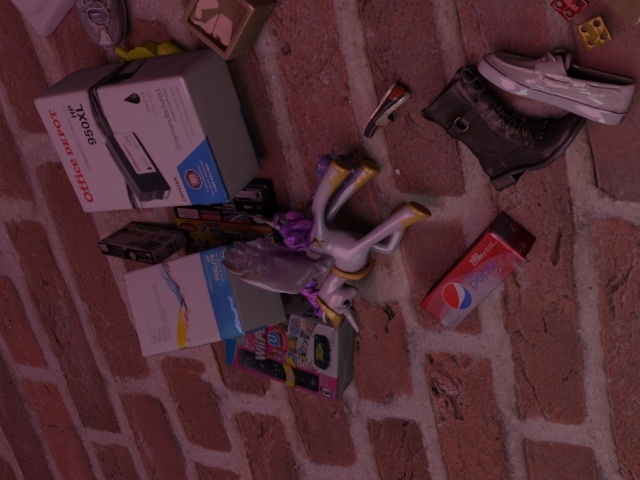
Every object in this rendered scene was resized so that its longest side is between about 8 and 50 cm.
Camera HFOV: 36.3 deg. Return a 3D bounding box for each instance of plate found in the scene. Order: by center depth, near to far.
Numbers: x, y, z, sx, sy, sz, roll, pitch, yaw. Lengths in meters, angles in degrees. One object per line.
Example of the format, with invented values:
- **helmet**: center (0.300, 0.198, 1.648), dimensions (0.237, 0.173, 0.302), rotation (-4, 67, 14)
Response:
- **plate**: center (-0.640, -0.616, 2.129), dimensions (0.278, 0.045, 0.277), rotation (50, 131, -7)

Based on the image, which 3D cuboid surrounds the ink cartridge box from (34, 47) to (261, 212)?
- **ink cartridge box**: center (-0.364, -0.224, 2.063), dimensions (0.395, 0.166, 0.285), rotation (-3, 120, 29)

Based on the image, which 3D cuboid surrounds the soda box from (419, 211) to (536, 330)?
- **soda box**: center (0.314, 0.067, 1.967), dimensions (0.092, 0.083, 0.263), rotation (40, 132, 3)

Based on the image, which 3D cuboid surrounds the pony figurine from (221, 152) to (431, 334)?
- **pony figurine**: center (0.000, 0.000, 2.007), dimensions (0.351, 0.303, 0.363), rotation (28, 115, -8)

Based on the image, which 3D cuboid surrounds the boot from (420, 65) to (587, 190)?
- **boot**: center (0.326, -0.224, 1.767), dimensions (0.229, 0.091, 0.263), rotation (49, 133, -6)

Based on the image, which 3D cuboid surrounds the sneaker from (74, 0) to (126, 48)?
- **sneaker**: center (-0.480, -0.526, 2.021), dimensions (0.105, 0.115, 0.281), rotation (-10, 118, 5)

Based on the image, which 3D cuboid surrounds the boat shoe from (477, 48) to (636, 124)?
- **boat shoe**: center (0.406, -0.284, 1.679), dimensions (0.267, 0.096, 0.088), rotation (25, 125, 14)

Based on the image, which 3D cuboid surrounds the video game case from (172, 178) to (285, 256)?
- **video game case**: center (-0.213, -0.032, 2.255), dimensions (0.275, 0.035, 0.248), rotation (5, 121, 27)

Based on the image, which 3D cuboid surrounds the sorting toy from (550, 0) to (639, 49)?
- **sorting toy**: center (0.494, -0.431, 1.560), dimensions (0.132, 0.046, 0.274), rotation (40, 131, 2)

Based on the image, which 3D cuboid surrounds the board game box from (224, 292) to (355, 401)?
- **board game box**: center (-0.076, 0.228, 2.300), dimensions (0.303, 0.097, 0.224), rotation (16, 126, 23)

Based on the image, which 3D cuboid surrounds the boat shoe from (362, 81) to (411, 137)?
- **boat shoe**: center (0.128, -0.247, 1.903), dimensions (0.043, 0.049, 0.137), rotation (37, 127, 3)

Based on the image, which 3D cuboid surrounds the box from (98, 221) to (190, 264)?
- **box**: center (-0.421, 0.005, 2.324), dimensions (0.207, 0.114, 0.036), rotation (9, 124, 42)

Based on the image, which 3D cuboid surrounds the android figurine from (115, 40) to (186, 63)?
- **android figurine**: center (-0.342, -0.323, 2.132), dimensions (0.273, 0.056, 0.248), rotation (35, 131, 4)

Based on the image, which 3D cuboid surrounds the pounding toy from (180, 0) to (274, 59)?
- **pounding toy**: center (-0.182, -0.494, 1.905), dimensions (0.181, 0.094, 0.206), rotation (40, 122, 9)

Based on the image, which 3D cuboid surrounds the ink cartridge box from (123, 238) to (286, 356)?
- **ink cartridge box**: center (-0.256, 0.127, 2.166), dimensions (0.270, 0.198, 0.197), rotation (-15, 88, 25)
